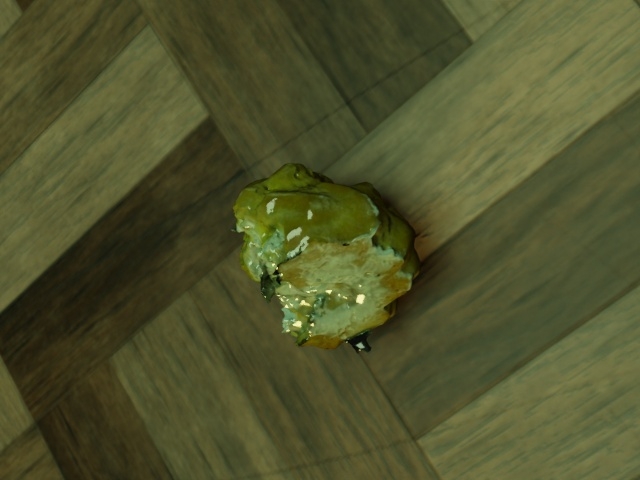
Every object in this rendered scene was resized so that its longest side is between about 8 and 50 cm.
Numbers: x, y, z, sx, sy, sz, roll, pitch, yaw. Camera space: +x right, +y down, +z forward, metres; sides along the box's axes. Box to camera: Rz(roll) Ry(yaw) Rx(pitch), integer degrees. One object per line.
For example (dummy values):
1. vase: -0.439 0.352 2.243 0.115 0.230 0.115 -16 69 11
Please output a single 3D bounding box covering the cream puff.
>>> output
1. cream puff: -0.001 -0.001 0.788 0.121 0.156 0.156 -30 74 -8
